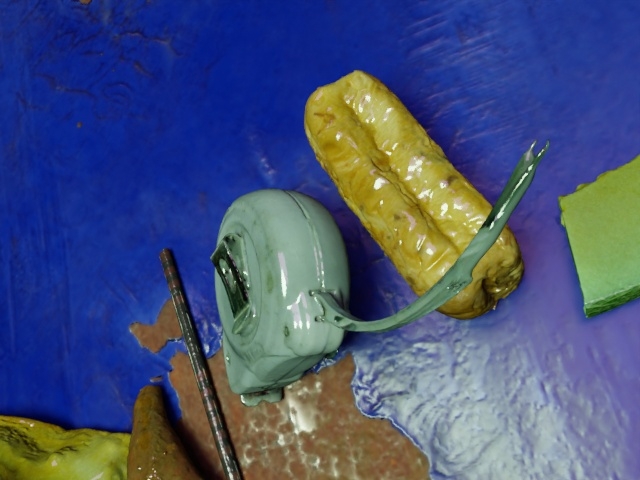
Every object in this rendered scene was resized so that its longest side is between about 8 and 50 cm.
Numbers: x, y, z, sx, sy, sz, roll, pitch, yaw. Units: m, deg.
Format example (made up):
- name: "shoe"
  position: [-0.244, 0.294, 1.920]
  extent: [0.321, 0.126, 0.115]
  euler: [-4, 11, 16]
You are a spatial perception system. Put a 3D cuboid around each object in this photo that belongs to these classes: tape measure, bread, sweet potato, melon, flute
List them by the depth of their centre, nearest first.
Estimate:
- name: "tape measure"
  position: [-0.001, 0.001, 0.437]
  extent: [0.330, 0.084, 0.164]
  euler: [-49, 56, 51]
- name: "melon"
  position: [0.278, -0.046, 0.477]
  extent: [0.261, 0.053, 0.114]
  euler: [-39, 49, 2]
- name: "bread"
  position: [0.069, -0.035, 0.504]
  extent: [0.083, 0.114, 0.211]
  euler: [-38, 65, 10]
- name: "sweet potato"
  position: [-0.088, 0.253, 0.509]
  extent: [0.314, 0.066, 0.072]
  euler: [56, 132, 21]
- name: "bread"
  position: [-0.278, 0.239, 0.569]
  extent: [0.232, 0.088, 0.161]
  euler: [1, 72, 17]
- name: "flute"
  position: [-0.104, 0.126, 0.575]
  extent: [0.014, 0.014, 0.270]
  euler: [-26, 69, 11]
